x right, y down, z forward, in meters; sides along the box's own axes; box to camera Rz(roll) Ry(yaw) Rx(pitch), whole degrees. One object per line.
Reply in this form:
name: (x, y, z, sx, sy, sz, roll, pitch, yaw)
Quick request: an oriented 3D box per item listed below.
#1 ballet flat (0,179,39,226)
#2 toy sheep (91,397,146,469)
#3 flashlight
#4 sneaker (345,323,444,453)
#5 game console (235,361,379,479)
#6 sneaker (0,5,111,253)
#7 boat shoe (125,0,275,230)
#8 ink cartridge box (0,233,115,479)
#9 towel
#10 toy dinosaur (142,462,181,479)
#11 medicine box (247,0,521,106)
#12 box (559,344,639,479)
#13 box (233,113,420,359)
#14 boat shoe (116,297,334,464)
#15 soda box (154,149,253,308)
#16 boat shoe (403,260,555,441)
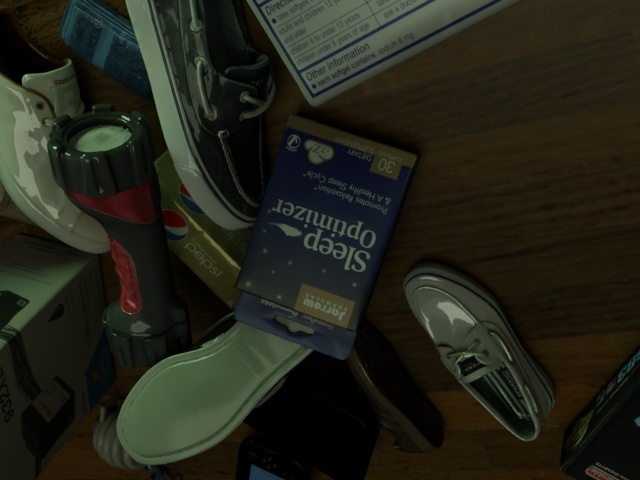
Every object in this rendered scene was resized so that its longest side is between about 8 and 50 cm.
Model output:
ballet flat: (-0.445, -0.111, 0.960, 0.316, 0.106, 0.107, 42, 126, -8)
toy sheep: (-0.267, 0.273, 1.147, 0.132, 0.091, 0.091, 14, 127, 35)
flashlight: (-0.210, 0.011, 0.876, 0.103, 0.103, 0.304, 37, 141, 36)
sneaker: (0.068, 0.183, 0.971, 0.071, 0.066, 0.188, -24, 108, 37)
game console: (-0.045, 0.289, 1.072, 0.213, 0.044, 0.361, 27, 132, 21)
sneaker: (-0.293, -0.116, 0.897, 0.123, 0.106, 0.290, -24, 108, 34)
boat shoe: (-0.094, -0.151, 0.806, 0.102, 0.108, 0.301, -6, 111, 26)
ink cartridge box: (-0.387, 0.171, 0.989, 0.129, 0.307, 0.223, 13, 125, 14)
towel: (-0.215, -0.201, 0.862, 0.119, 0.029, 0.067, 34, 127, -2)
toy dinosaur: (-0.239, 0.329, 1.212, 0.090, 0.047, 0.082, 26, 145, 47)
medicine box: (0.045, -0.297, 0.626, 0.263, 0.149, 0.289, -22, 110, 31)
box: (0.445, 0.198, 0.832, 0.295, 0.073, 0.293, 28, 125, 3)
box: (0.000, 0.000, 0.838, 0.136, 0.036, 0.225, 19, 98, 9)
boat shoe: (-0.094, 0.143, 0.928, 0.302, 0.091, 0.114, -34, 85, 10)
soda box: (-0.134, -0.012, 0.928, 0.181, 0.061, 0.058, 46, 126, -10)
boat shoe: (0.172, 0.119, 0.883, 0.226, 0.076, 0.083, 43, 125, -8)
